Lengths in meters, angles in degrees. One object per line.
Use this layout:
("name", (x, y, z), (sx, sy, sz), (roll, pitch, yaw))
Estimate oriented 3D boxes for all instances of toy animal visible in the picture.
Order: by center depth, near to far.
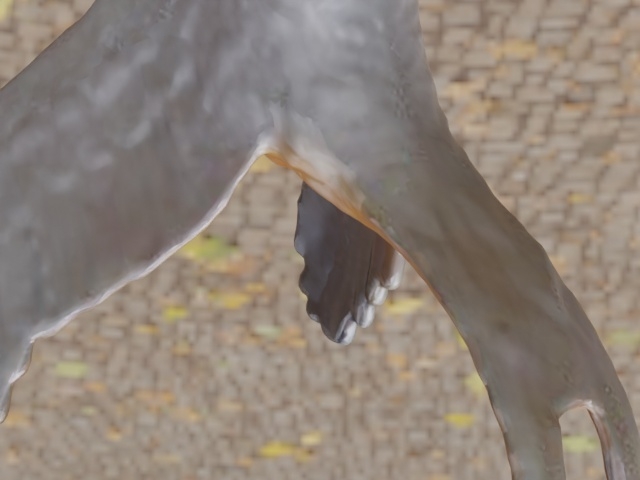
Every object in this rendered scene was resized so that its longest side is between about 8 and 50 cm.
("toy animal", (0.001, -0.023, 0.576), (0.225, 0.302, 0.284), (-10, -154, -37))
